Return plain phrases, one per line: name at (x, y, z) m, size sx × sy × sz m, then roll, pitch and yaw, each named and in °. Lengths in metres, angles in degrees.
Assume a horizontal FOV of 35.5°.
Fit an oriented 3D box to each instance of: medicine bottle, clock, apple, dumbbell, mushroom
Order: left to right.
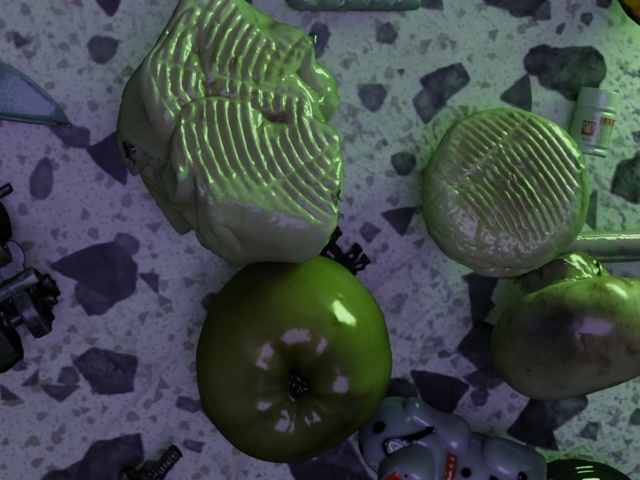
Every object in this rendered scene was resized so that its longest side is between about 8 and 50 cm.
dumbbell at (-0.269, 0.371, 1.314) m, size 0.081 × 0.081 × 0.254 m, roll 40°, pitch 90°, yaw -15°
apple at (-0.031, 0.148, 1.246) m, size 0.262 × 0.262 × 0.263 m, roll -2°, pitch 100°, yaw -11°
clock at (0.156, 0.304, 1.354) m, size 0.254 × 0.189 × 0.189 m, roll 34°, pitch 92°, yaw -10°
mushroom at (0.337, 0.116, 1.325) m, size 0.254 × 0.255 × 0.184 m, roll -27°, pitch 78°, yaw -6°
medicine bottle at (0.372, -0.161, 1.366) m, size 0.057 × 0.057 × 0.089 m, roll 9°, pitch 97°, yaw -13°

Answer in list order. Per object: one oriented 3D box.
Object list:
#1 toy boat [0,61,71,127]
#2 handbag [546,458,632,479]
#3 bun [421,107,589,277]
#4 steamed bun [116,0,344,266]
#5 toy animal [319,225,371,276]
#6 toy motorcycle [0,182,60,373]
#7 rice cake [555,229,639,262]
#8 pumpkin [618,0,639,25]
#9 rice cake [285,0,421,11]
toy boat at (-0.368, -0.170, 1.230) m, size 0.122 × 0.034 × 0.096 m, roll 4°, pitch 99°, yaw -21°
handbag at (0.360, 0.460, 1.446) m, size 0.253 × 0.093 × 0.308 m, roll -5°, pitch 105°, yaw -17°
bun at (0.238, -0.056, 1.306) m, size 0.220 × 0.134 × 0.221 m, roll 0°, pitch 82°, yaw 1°
steamed bun at (-0.108, -0.117, 1.201) m, size 0.275 × 0.206 × 0.320 m, roll -2°, pitch 74°, yaw -23°
toy animal at (0.000, 0.000, 1.323) m, size 0.065 × 0.047 × 0.136 m, roll -41°, pitch 111°, yaw 6°
toy motorcycle at (-0.435, 0.051, 1.209) m, size 0.205 × 0.127 × 0.275 m, roll -28°, pitch 111°, yaw -5°
rice cake at (0.404, 0.009, 1.404) m, size 0.269 × 0.055 × 0.049 m, roll -2°, pitch 96°, yaw -9°
pumpkin at (0.435, -0.368, 1.318) m, size 0.119 × 0.108 × 0.184 m, roll -25°, pitch 111°, yaw 1°
rice cake at (0.033, -0.390, 1.266) m, size 0.189 × 0.037 × 0.198 m, roll -4°, pitch 101°, yaw -12°
